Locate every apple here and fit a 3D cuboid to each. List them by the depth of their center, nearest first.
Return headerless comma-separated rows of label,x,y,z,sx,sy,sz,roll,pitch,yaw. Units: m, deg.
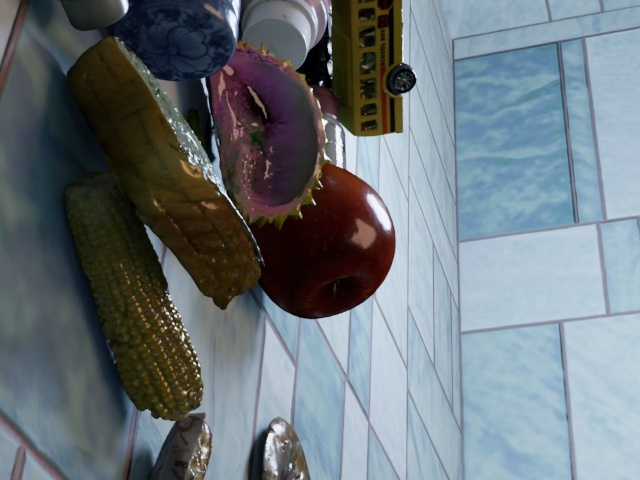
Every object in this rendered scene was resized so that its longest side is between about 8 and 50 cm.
apple,0.000,0.000,1.760,0.201,0.218,0.218,61,-2,41

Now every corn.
corn,-0.194,0.067,1.258,0.086,0.086,0.288,-66,142,-63

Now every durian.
durian,-0.077,-0.147,1.626,0.154,0.186,0.260,-35,126,-83

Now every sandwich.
sandwich,-0.162,-0.079,1.256,0.251,0.087,0.226,55,0,41

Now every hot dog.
hot dog,-0.157,0.267,1.289,0.192,0.053,0.099,-80,-166,-51

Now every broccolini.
broccolini,-0.142,-0.079,1.564,0.058,0.074,0.201,28,52,-51

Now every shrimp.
shrimp,-0.054,0.374,1.659,0.317,0.062,0.164,-87,158,-50

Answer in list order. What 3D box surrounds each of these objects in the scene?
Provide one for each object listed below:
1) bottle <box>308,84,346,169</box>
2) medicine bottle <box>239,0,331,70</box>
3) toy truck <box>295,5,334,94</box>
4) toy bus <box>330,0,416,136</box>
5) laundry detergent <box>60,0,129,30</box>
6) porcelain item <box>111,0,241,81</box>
bottle,-0.011,-0.146,1.997,0.110,0.110,0.233,52,33,-62
medicine bottle,-0.056,-0.365,1.884,0.247,0.147,0.147,-80,157,-48
toy truck,-0.005,-0.356,2.178,0.121,0.088,0.259,42,43,-65
toy bus,0.083,-0.344,2.015,0.121,0.123,0.335,-126,-152,-56
laundry detergent,-0.271,-0.392,1.133,0.264,0.125,0.398,-90,165,-51
porcelain item,-0.167,-0.265,1.406,0.147,0.147,0.114,61,26,-54
